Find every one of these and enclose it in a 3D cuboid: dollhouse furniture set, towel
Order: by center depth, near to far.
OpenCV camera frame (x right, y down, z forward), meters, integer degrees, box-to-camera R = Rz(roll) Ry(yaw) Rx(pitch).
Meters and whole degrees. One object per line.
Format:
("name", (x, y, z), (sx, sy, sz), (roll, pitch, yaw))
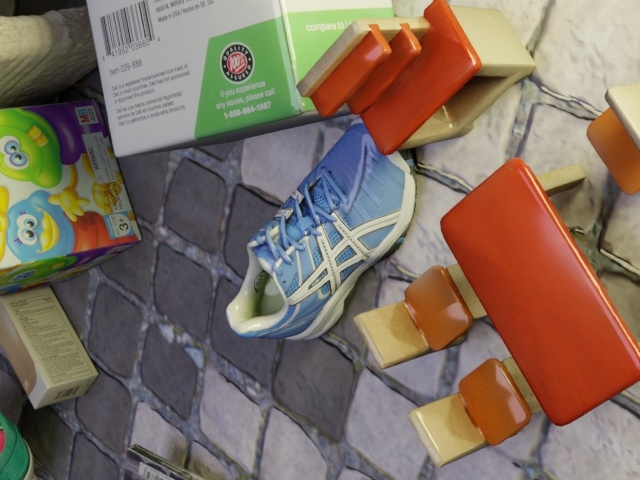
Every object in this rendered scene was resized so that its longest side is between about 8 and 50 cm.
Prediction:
("dollhouse furniture set", (0.107, -0.014, 0.805), (0.262, 0.135, 0.259), (-44, 68, 42))
("towel", (-0.305, -0.133, 1.160), (0.282, 0.187, 0.049), (-27, 84, 45))

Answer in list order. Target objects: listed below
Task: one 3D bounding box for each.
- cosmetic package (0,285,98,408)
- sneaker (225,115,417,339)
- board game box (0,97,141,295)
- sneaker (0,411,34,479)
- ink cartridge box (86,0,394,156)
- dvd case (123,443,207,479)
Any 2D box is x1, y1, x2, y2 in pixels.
("cosmetic package", (-0.270, 0.099, 1.269), (0.115, 0.060, 0.041), (58, 133, 21))
("sneaker", (0.000, 0.000, 0.957), (0.080, 0.081, 0.211), (47, 127, 30))
("board game box", (-0.320, -0.022, 1.136), (0.144, 0.275, 0.142), (-25, 81, 46))
("sneaker", (-0.430, 0.174, 1.281), (0.178, 0.295, 0.124), (106, 177, -62))
("ink cartridge box", (-0.070, -0.220, 0.947), (0.211, 0.121, 0.289), (-7, 94, 46))
("dvd case", (-0.117, 0.309, 1.170), (0.164, 0.018, 0.221), (22, 114, 26))
